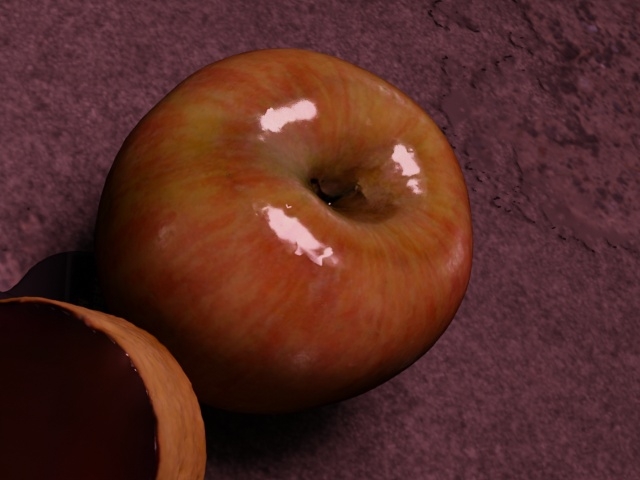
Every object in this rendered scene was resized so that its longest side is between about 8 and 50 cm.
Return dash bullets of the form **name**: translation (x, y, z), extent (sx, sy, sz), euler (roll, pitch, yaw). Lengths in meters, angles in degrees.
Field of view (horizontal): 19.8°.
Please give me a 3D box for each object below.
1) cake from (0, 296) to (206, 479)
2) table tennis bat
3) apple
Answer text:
- **cake**: translation (-0.175, 0.135, 1.168), extent (0.207, 0.178, 0.185), euler (-18, 79, -1)
- **table tennis bat**: translation (-0.187, 0.062, 1.303), extent (0.236, 0.027, 0.150), euler (18, 48, -24)
- **apple**: translation (-0.033, 0.002, 1.291), extent (0.264, 0.264, 0.264), euler (18, 48, -22)
